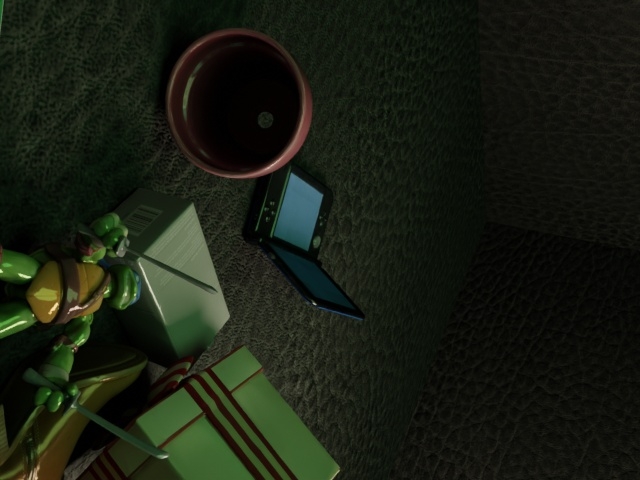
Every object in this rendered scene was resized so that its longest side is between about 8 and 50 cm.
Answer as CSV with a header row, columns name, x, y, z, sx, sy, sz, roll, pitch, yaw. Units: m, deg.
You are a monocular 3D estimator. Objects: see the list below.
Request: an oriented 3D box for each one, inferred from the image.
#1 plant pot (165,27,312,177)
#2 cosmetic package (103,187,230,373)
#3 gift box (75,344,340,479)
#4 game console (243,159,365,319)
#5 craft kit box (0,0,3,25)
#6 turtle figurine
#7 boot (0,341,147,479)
name,x,y,z,sx,sy,sz,roll,pitch,yaw
plant pot,-0.102,-0.190,1.016,0.180,0.201,0.201,-22,123,-80
cosmetic package,-0.220,0.061,0.972,0.127,0.107,0.238,-54,150,-40
gift box,-0.163,0.312,0.961,0.255,0.258,0.276,-44,173,28
game console,0.000,0.000,1.330,0.293,0.173,0.250,28,77,-66
craft kit box,-0.377,-0.129,0.548,0.250,0.061,0.246,-22,132,-63
turtle figurine,-0.269,0.070,0.704,0.266,0.274,0.198,4,133,-44
boot,-0.322,0.257,0.828,0.283,0.109,0.220,-28,125,-57
